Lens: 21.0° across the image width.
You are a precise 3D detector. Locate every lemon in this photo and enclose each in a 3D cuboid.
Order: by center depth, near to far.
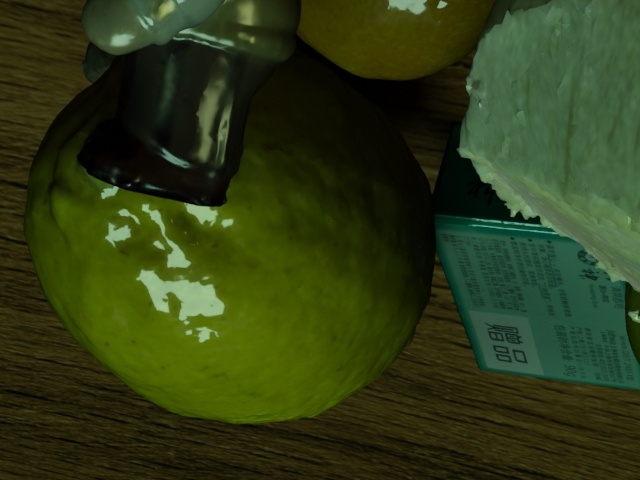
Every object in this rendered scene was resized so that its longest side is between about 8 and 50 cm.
[{"bbox_3d":[-0.065,-0.008,1.184,0.316,0.285,0.285,11,159,-33],"label":"lemon"}]

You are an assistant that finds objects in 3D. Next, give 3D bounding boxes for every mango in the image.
[{"bbox_3d":[0.058,-0.191,0.977,0.136,0.166,0.236,-16,148,-38],"label":"mango"}]

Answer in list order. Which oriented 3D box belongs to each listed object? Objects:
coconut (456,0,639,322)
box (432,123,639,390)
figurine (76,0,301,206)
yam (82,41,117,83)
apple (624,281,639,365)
[{"bbox_3d":[0.294,-0.097,0.814,0.404,0.405,0.405,13,152,7],"label":"coconut"},{"bbox_3d":[0.184,0.017,1.345,0.153,0.092,0.245,7,150,19],"label":"box"},{"bbox_3d":[-0.049,-0.213,0.810,0.206,0.365,0.218,30,-171,6],"label":"figurine"},{"bbox_3d":[-0.081,-0.159,1.214,0.264,0.046,0.046,-15,139,45],"label":"yam"},{"bbox_3d":[0.303,0.044,1.226,0.157,0.196,0.196,14,154,25],"label":"apple"}]
